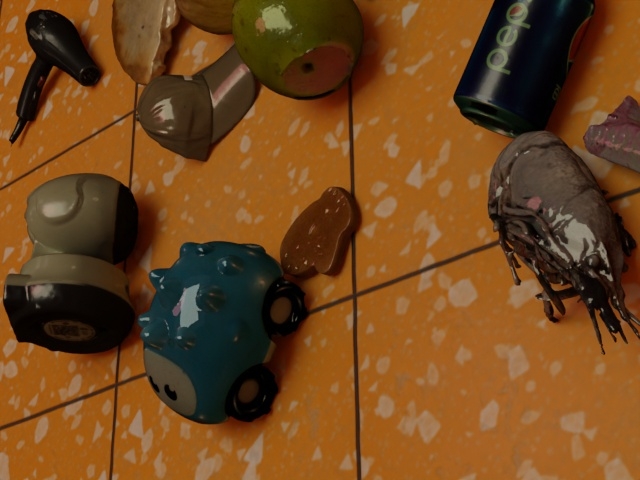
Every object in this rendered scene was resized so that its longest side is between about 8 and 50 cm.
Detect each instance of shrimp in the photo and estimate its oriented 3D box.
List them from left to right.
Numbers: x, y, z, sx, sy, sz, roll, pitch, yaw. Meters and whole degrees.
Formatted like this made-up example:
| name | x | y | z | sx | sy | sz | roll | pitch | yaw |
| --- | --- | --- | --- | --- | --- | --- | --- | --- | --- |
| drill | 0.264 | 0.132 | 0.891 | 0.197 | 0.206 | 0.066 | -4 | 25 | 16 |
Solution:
| name | x | y | z | sx | sy | sz | roll | pitch | yaw |
| --- | --- | --- | --- | --- | --- | --- | --- | --- | --- |
| shrimp | 0.260 | 0.010 | 1.333 | 0.145 | 0.116 | 0.343 | -46 | 38 | 22 |

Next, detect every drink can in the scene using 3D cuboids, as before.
| name | x | y | z | sx | sy | sz | roll | pitch | yaw |
| --- | --- | --- | --- | --- | --- | --- | --- | --- | --- |
| drink can | 0.243 | -0.228 | 1.461 | 0.118 | 0.118 | 0.205 | 22 | 89 | 49 |

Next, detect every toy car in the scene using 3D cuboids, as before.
| name | x | y | z | sx | sy | sz | roll | pitch | yaw |
| --- | --- | --- | --- | --- | --- | --- | --- | --- | --- |
| toy car | -0.154 | 0.115 | 1.665 | 0.188 | 0.190 | 0.255 | 21 | 90 | 48 |

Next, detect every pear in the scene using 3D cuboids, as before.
| name | x | y | z | sx | sy | sz | roll | pitch | yaw |
| --- | --- | --- | --- | --- | --- | --- | --- | --- | --- |
| pear | -0.038 | -0.303 | 1.740 | 0.187 | 0.187 | 0.219 | -42 | 53 | 25 |

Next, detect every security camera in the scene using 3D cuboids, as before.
| name | x | y | z | sx | sy | sz | roll | pitch | yaw |
| --- | --- | --- | --- | --- | --- | --- | --- | --- | --- |
| security camera | -0.380 | 0.021 | 1.948 | 0.197 | 0.191 | 0.277 | 96 | 175 | -62 |

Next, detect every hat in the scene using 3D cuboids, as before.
| name | x | y | z | sx | sy | sz | roll | pitch | yaw |
| --- | --- | --- | --- | --- | --- | --- | --- | --- | --- |
| hat | -0.199 | -0.239 | 1.936 | 0.173 | 0.144 | 0.166 | -63 | 37 | 39 |

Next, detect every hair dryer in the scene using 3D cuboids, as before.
| name | x | y | z | sx | sy | sz | roll | pitch | yaw |
| --- | --- | --- | --- | --- | --- | --- | --- | --- | --- |
| hair dryer | -0.519 | -0.285 | 2.347 | 0.235 | 0.091 | 0.271 | 45 | 118 | 37 |

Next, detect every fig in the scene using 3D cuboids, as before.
| name | x | y | z | sx | sy | sz | roll | pitch | yaw |
| --- | --- | --- | --- | --- | --- | --- | --- | --- | --- |
| fig | -0.122 | -0.382 | 1.924 | 0.257 | 0.159 | 0.159 | 33 | 97 | 31 |

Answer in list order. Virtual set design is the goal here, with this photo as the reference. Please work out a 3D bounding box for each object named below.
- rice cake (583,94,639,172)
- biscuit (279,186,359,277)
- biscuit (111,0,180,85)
| name | x | y | z | sx | sy | sz | roll | pitch | yaw |
| --- | --- | --- | --- | --- | --- | --- | --- | --- | --- |
| rice cake | 0.398 | -0.086 | 1.280 | 0.290 | 0.051 | 0.081 | 29 | 95 | 49 |
| biscuit | 0.001 | 0.000 | 1.679 | 0.140 | 0.023 | 0.118 | -40 | 47 | 26 |
| biscuit | -0.298 | -0.427 | 2.141 | 0.204 | 0.040 | 0.309 | 21 | 103 | 52 |
